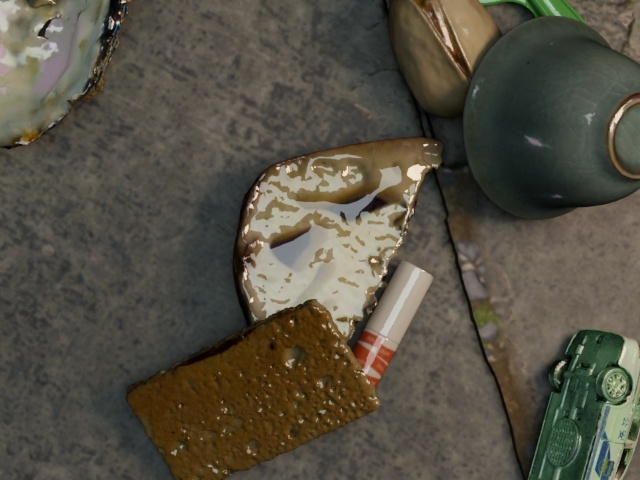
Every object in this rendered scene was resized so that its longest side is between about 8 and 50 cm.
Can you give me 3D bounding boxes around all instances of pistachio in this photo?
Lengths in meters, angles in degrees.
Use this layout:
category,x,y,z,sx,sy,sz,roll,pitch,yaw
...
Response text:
category,x,y,z,sx,sy,sz,roll,pitch,yaw
pistachio,0.121,-0.189,1.884,0.113,0.113,0.149,-37,118,-4

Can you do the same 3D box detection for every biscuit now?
category,x,y,z,sx,sy,sz,roll,pitch,yaw
biscuit,-0.065,0.149,1.852,0.231,0.025,0.131,-25,104,20

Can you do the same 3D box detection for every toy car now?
category,x,y,z,sx,sy,sz,roll,pitch,yaw
toy car,0.257,0.198,1.883,0.076,0.090,0.224,19,84,-30

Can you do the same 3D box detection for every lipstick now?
category,x,y,z,sx,sy,sz,roll,pitch,yaw
lipstick,0.065,0.085,1.904,0.038,0.038,0.131,29,86,-1

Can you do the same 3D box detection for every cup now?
category,x,y,z,sx,sy,sz,roll,pitch,yaw
cup,0.255,-0.106,1.829,0.199,0.150,0.199,-7,103,-30

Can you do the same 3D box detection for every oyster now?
category,x,y,z,sx,sy,sz,roll,pitch,yaw
oyster,-0.295,-0.206,1.884,0.198,0.092,0.259,45,95,0

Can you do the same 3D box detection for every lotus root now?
category,x,y,z,sx,sy,sz,roll,pitch,yaw
lotus root,0.000,0.000,1.891,0.170,0.074,0.261,20,86,1

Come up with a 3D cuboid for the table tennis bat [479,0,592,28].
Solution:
category,x,y,z,sx,sy,sz,roll,pitch,yaw
table tennis bat,0.188,-0.279,1.931,0.160,0.039,0.257,-37,87,-1
